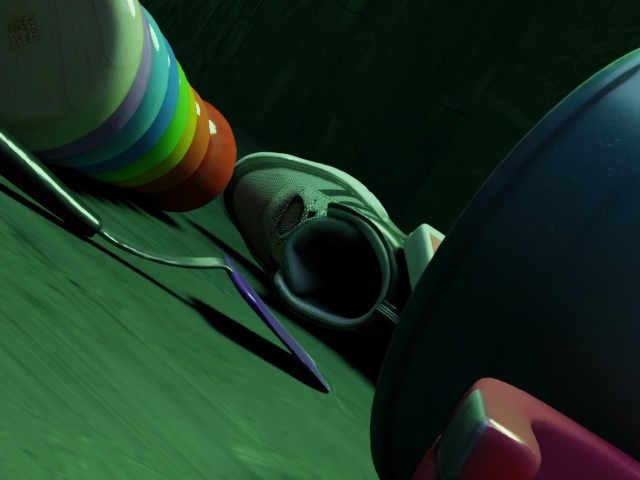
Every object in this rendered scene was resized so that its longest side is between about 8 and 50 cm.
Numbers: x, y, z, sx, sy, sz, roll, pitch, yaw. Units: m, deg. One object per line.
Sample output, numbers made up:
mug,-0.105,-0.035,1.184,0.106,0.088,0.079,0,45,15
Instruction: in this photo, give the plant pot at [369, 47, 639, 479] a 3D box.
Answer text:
plant pot,0.208,0.084,0.903,0.255,0.272,0.271,37,5,29

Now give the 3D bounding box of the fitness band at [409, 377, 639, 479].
fitness band,0.124,0.128,0.657,0.209,0.054,0.291,35,5,3

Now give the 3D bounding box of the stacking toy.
stacking toy,-0.141,-0.095,1.356,0.141,0.141,0.330,35,-1,18

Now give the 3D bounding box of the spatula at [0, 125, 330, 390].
spatula,-0.106,-0.002,1.131,0.296,0.030,0.084,33,6,-20

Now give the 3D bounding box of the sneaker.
sneaker,0.000,0.000,1.456,0.268,0.101,0.153,39,3,32

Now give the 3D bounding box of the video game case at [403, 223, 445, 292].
video game case,0.178,0.124,1.381,0.285,0.025,0.204,32,31,-30
